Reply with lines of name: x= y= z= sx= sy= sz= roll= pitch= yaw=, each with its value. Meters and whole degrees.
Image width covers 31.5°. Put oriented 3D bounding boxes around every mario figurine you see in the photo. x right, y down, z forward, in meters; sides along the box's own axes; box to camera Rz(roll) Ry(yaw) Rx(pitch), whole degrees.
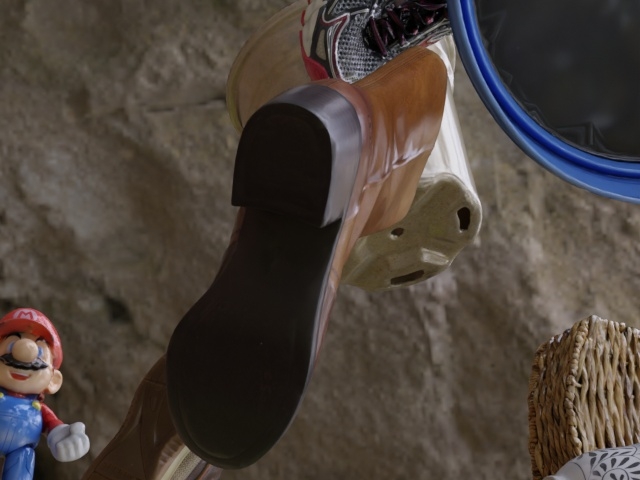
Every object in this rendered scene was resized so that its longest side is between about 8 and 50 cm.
mario figurine: x=-0.443 y=0.230 z=1.623 sx=0.198 sy=0.170 sz=0.320 roll=43 pitch=37 yaw=-43

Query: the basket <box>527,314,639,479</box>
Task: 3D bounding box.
basket: x=0.363 y=0.282 z=1.568 sx=0.223 sy=0.213 sz=0.299 roll=137 pitch=-37 yaw=-54

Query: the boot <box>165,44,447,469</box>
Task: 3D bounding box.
boot: x=0.000 y=0.000 z=0.806 sx=0.280 sy=0.096 sz=0.264 roll=-35 pitch=136 yaw=-66

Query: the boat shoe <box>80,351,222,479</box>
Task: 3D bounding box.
boat shoe: x=-0.172 y=0.249 z=1.402 sx=0.342 sy=0.123 sz=0.123 roll=-56 pitch=149 yaw=-24

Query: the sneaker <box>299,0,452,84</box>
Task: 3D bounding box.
sneaker: x=0.098 y=-0.248 z=1.152 sx=0.112 sy=0.299 sz=0.121 roll=23 pitch=-35 yaw=44

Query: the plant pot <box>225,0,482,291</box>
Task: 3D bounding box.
plant pot: x=0.064 y=-0.113 z=1.517 sx=0.334 sy=0.334 sz=0.305 roll=96 pitch=-18 yaw=-50

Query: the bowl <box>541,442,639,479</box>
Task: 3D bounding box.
bowl: x=0.220 y=0.242 z=0.945 sx=0.170 sy=0.080 sz=0.170 roll=-164 pitch=-90 yaw=-82

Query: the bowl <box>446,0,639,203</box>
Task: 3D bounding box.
bowl: x=0.292 y=-0.225 z=0.953 sx=0.077 sy=0.391 sz=0.391 roll=-128 pitch=-147 yaw=-78
